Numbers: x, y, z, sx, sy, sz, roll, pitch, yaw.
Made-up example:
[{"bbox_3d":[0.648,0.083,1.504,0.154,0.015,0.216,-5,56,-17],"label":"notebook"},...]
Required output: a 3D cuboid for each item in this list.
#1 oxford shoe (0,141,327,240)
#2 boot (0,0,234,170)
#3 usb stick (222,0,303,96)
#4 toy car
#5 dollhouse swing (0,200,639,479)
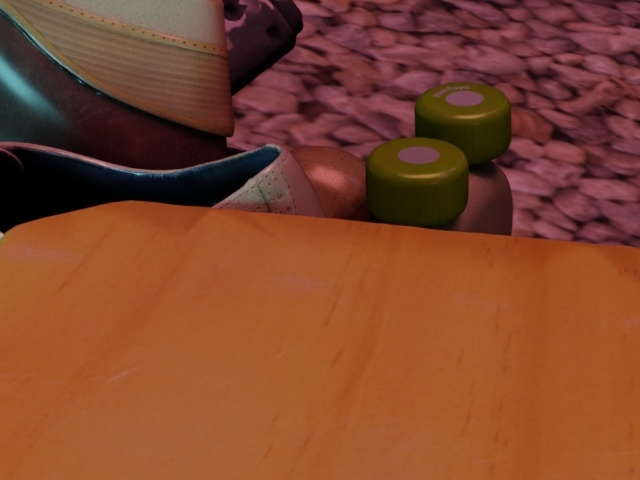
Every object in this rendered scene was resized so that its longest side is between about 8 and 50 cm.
[{"bbox_3d":[-0.175,0.019,0.865,0.397,0.146,0.140,-5,29,13],"label":"oxford shoe"},{"bbox_3d":[-0.172,-0.041,0.958,0.248,0.207,0.090,9,7,2],"label":"boot"},{"bbox_3d":[-0.133,-0.062,1.039,0.278,0.045,0.077,-38,70,-14],"label":"usb stick"},{"bbox_3d":[0.000,0.000,0.999,0.188,0.155,0.149,9,29,20],"label":"toy car"},{"bbox_3d":[-0.002,0.169,0.634,0.347,0.315,0.305,5,9,4],"label":"dollhouse swing"}]
